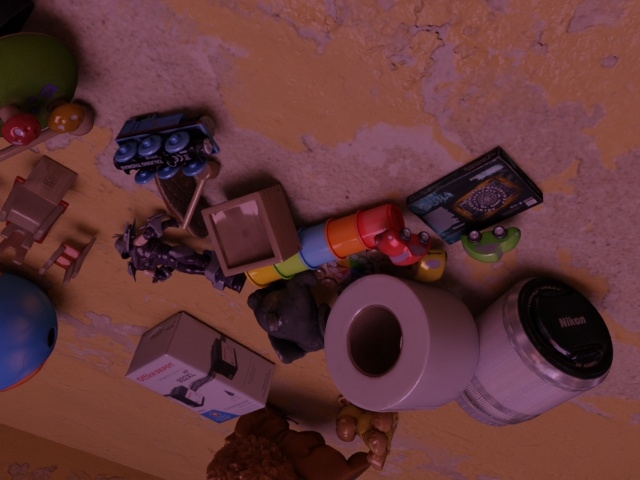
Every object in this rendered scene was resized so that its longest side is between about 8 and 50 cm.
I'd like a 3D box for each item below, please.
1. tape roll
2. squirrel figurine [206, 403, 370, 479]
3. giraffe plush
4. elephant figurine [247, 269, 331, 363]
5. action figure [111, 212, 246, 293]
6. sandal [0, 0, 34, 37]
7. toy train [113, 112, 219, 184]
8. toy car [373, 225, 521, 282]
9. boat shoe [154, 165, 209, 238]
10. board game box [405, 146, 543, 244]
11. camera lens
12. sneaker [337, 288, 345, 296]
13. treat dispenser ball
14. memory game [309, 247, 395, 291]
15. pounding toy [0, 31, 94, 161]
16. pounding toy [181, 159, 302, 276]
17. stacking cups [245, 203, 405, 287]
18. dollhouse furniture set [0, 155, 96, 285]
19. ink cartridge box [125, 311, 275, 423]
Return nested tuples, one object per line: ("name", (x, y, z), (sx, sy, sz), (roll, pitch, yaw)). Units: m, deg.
("tape roll", (0.150, 0.194, 1.089), (0.246, 0.246, 0.169), (-27, 152, 38))
("squirrel figurine", (-0.130, 0.604, 1.602), (0.397, 0.370, 0.281), (11, 116, -56))
("giraffe plush", (0.117, 0.511, 1.599), (0.170, 0.181, 0.210), (13, 176, 16))
("elephant figurine", (-0.028, 0.177, 1.197), (0.169, 0.186, 0.239), (3, 135, 52))
("action figure", (-0.292, 0.034, 1.178), (0.285, 0.099, 0.185), (15, 147, 3))
("sandal", (-0.552, -0.204, 0.904), (0.107, 0.168, 0.445), (40, 132, -24))
("toy train", (-0.249, -0.156, 0.931), (0.184, 0.105, 0.080), (-6, 141, 22))
("toy car", (0.229, 0.022, 0.989), (0.224, 0.053, 0.239), (-11, 160, 21))
("boat shoe", (-0.263, -0.077, 1.058), (0.060, 0.064, 0.178), (12, 139, 38))
("board game box", (0.253, -0.068, 0.962), (0.126, 0.026, 0.186), (38, 134, -26))
("camera lens", (0.392, 0.217, 1.108), (0.219, 0.219, 0.274), (21, 140, -10))
("sneaker", (0.086, 0.137, 1.217), (0.075, 0.057, 0.161), (-18, 148, 7))
("treat dispenser ball", (-0.778, 0.215, 1.361), (0.288, 0.288, 0.288), (7, 140, 6))
("memory game", (0.060, 0.059, 1.172), (0.186, 0.012, 0.186), (7, 141, 6))
("pounding toy", (-0.416, -0.180, 0.850), (0.110, 0.183, 0.237), (51, 160, 11))
("pounding toy", (-0.155, -0.050, 1.037), (0.181, 0.094, 0.206), (-15, 98, 27))
("stacking cups", (0.000, 0.000, 1.070), (0.316, 0.096, 0.096), (-21, 130, 29))
("dollhouse furniture set", (-0.577, -0.049, 1.156), (0.262, 0.135, 0.259), (33, 147, -22))
("ink cartridge box", (-0.312, 0.341, 1.508), (0.307, 0.129, 0.223), (36, 135, -25))
